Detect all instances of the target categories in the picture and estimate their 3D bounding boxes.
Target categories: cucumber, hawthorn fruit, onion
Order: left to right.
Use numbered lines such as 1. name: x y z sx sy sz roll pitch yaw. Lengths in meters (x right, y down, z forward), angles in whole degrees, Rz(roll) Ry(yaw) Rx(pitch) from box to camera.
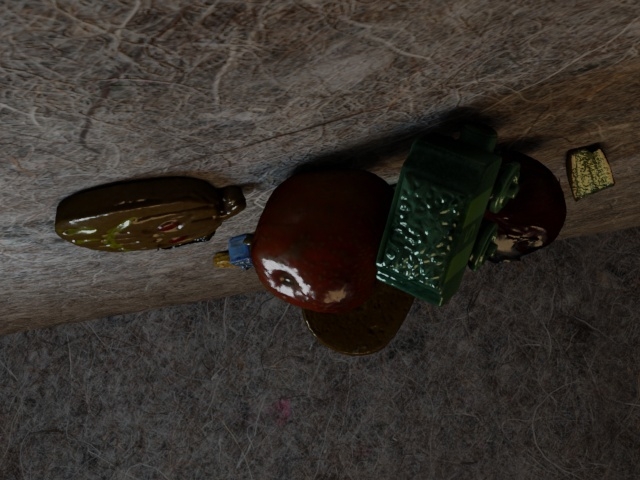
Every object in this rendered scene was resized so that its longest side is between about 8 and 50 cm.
1. cucumber: -0.306 -0.013 1.599 0.181 0.053 0.053 -12 172 30
2. hawthorn fruit: 0.000 0.000 1.300 0.300 0.275 0.275 2 175 13
3. onion: 0.356 -0.064 1.450 0.281 0.221 0.281 -11 179 0

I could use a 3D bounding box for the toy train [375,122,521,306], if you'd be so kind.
1. toy train: 0.215 -0.043 1.185 0.167 0.299 0.238 23 -152 23

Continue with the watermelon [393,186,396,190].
1. watermelon: 0.167 -0.035 1.654 0.262 0.213 0.201 -6 -171 14

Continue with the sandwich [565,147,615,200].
1. sandwich: 0.610 -0.149 1.620 0.094 0.096 0.258 -19 172 20

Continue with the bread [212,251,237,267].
1. bread: -0.267 0.055 2.128 0.111 0.044 0.083 -1 167 -37

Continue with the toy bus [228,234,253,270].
1. toy bus: -0.154 0.036 1.957 0.079 0.094 0.236 -7 173 30

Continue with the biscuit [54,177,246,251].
1. biscuit: -0.312 -0.036 1.349 0.350 0.070 0.394 -10 172 2

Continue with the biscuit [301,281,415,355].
1. biscuit: 0.088 0.101 1.805 0.314 0.367 0.063 25 178 0
